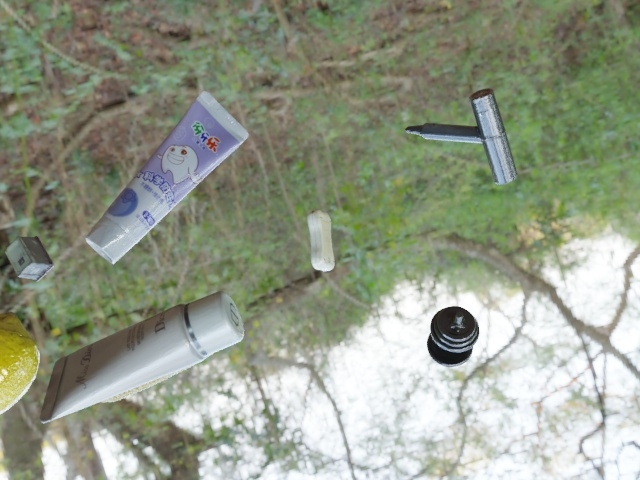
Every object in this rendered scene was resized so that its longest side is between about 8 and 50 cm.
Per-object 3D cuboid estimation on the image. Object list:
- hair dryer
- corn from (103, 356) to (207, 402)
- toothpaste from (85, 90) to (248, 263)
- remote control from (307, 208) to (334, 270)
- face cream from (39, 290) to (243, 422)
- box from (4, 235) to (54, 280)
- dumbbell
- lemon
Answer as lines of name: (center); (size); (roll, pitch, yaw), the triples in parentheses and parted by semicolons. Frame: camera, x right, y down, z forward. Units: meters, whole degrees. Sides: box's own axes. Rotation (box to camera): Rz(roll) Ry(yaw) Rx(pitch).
hair dryer: (0.253, -0.180, 1.624); (0.194, 0.173, 0.050); (-4, -154, 39)
corn: (-0.362, 0.262, 1.910); (0.305, 0.106, 0.106); (-20, -178, -11)
toothpaste: (-0.297, -0.117, 1.681); (0.371, 0.125, 0.080); (-50, -163, -19)
remote control: (0.000, 0.000, 1.780); (0.032, 0.122, 0.074); (-8, 169, 22)
face cream: (-0.267, 0.169, 1.308); (0.314, 0.089, 0.143); (-24, -147, 9)
box: (-0.615, 0.036, 1.853); (0.060, 0.085, 0.063); (-41, 158, 19)
dumbbell: (0.265, 0.194, 1.775); (0.099, 0.099, 0.208); (-17, 151, -10)
lemon: (-0.617, 0.235, 1.638); (0.180, 0.181, 0.193); (-16, -157, 37)
